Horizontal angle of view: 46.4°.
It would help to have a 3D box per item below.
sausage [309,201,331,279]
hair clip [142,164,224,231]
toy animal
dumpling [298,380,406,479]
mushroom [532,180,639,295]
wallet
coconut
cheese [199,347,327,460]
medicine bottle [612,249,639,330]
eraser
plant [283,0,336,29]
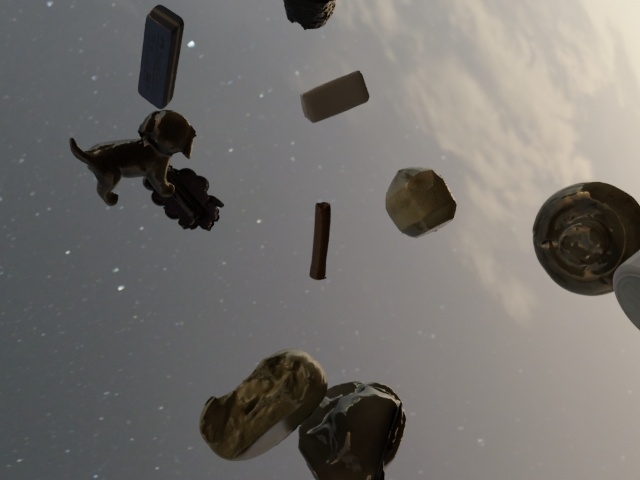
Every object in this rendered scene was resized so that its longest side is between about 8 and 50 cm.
[{"bbox_3d":[0.000,0.000,1.046,0.026,0.026,0.116,-37,-43,-54],"label":"sausage"},{"bbox_3d":[-0.291,-0.100,1.604,0.195,0.052,0.124,45,-111,4],"label":"hair clip"},{"bbox_3d":[-0.357,-0.169,1.475,0.168,0.233,0.121,85,164,-55],"label":"toy animal"},{"bbox_3d":[0.078,0.402,1.589,0.205,0.163,0.293,37,-131,-4],"label":"dumpling"},{"bbox_3d":[0.547,-0.001,1.546,0.244,0.244,0.243,29,-129,-42],"label":"mushroom"},{"bbox_3d":[0.037,-0.388,2.032,0.033,0.190,0.095,-131,17,-70],"label":"wallet"},{"bbox_3d":[0.230,-0.095,1.748,0.161,0.161,0.162,-13,-104,-55],"label":"coconut"},{"bbox_3d":[-0.108,0.325,1.487,0.127,0.266,0.233,48,-177,20],"label":"cheese"},{"bbox_3d":[0.667,0.001,1.193,0.395,0.242,0.242,-31,-81,-17],"label":"medicine bottle"},{"bbox_3d":[-0.350,-0.398,1.632,0.082,0.225,0.036,38,-134,16],"label":"eraser"},{"bbox_3d":[-0.029,-0.677,1.897,0.274,0.149,0.146,87,-158,-63],"label":"plant"}]
